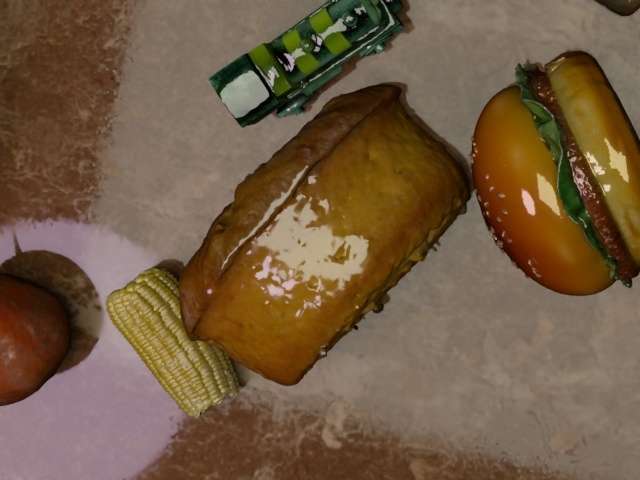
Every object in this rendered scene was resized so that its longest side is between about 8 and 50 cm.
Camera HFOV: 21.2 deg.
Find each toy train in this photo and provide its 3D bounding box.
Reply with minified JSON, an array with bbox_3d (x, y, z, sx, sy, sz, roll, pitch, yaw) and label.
[{"bbox_3d":[-0.009,-0.191,1.724,0.200,0.132,0.083,-36,91,13],"label":"toy train"}]

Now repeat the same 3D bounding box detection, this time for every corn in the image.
[{"bbox_3d":[-0.155,0.109,1.816,0.085,0.063,0.165,-34,91,-13],"label":"corn"}]

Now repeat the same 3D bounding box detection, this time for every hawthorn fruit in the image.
[{"bbox_3d":[-0.355,0.101,1.790,0.149,0.189,0.149,-13,70,40],"label":"hawthorn fruit"}]

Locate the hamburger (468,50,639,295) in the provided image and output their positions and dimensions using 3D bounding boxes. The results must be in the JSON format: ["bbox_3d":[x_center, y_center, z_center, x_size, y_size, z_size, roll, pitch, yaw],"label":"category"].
[{"bbox_3d":[0.234,-0.059,1.657,0.170,0.246,0.246,-28,92,13],"label":"hamburger"}]

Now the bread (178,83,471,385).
[{"bbox_3d":[0.000,0.000,1.702,0.194,0.179,0.340,43,91,0],"label":"bread"}]

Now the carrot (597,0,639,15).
[{"bbox_3d":[0.194,-0.347,1.709,0.342,0.070,0.070,40,101,3],"label":"carrot"}]
